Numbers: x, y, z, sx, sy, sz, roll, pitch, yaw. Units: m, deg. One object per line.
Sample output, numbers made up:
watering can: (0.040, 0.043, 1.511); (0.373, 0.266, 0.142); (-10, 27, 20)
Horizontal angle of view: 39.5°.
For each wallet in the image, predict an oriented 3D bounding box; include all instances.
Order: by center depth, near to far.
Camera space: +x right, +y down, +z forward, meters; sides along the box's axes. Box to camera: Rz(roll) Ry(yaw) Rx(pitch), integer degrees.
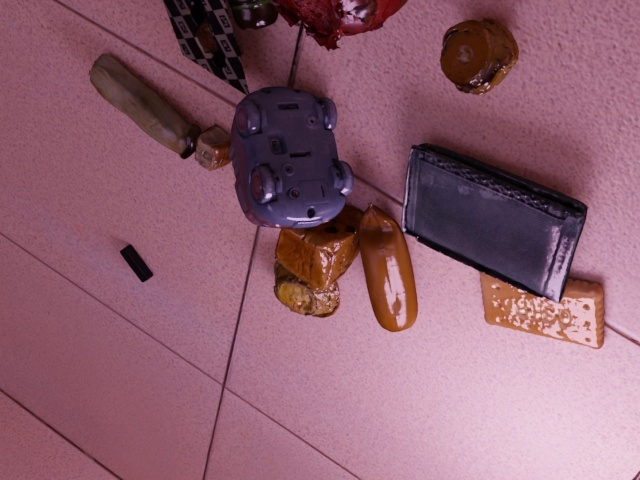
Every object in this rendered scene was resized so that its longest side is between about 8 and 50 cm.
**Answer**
wallet: (0.316, -0.037, 1.669); (0.342, 0.075, 0.237); (25, 138, 23)

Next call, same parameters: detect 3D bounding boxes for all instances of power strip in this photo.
power strip: (-0.508, 0.064, 2.466); (0.038, 0.029, 0.111); (-23, 105, 48)

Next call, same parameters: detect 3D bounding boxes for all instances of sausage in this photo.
sausage: (0.138, 0.046, 1.863); (0.112, 0.112, 0.328); (10, 129, 33)

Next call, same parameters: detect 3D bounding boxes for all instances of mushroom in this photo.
mushroom: (-0.399, -0.299, 2.031); (0.312, 0.081, 0.100); (39, 133, 8)

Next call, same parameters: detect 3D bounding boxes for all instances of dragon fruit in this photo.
dragon fruit: (0.029, -0.463, 1.378); (0.296, 0.301, 0.295); (25, 143, 20)

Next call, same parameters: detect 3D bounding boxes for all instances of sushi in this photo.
sushi: (-0.224, -0.449, 1.753); (0.264, 0.050, 0.290); (36, 155, 36)

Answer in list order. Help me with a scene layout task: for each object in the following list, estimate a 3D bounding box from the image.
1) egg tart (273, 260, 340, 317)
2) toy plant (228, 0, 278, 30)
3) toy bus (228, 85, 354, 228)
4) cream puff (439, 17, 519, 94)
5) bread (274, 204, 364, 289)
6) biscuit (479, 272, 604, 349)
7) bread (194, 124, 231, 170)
egg tart: (-0.040, 0.114, 2.095); (0.191, 0.074, 0.191); (20, 134, 22)
toy plant: (-0.133, -0.477, 1.651); (0.093, 0.093, 0.162); (7, 126, 35)
toy bus: (-0.082, -0.149, 1.773); (0.232, 0.197, 0.294); (-35, 66, 59)
cream puff: (0.264, -0.303, 1.464); (0.133, 0.104, 0.119); (-17, 80, 38)
bread: (0.000, 0.000, 1.915); (0.143, 0.149, 0.158); (31, 144, 18)
biscuit: (0.431, 0.129, 1.751); (0.250, 0.030, 0.160); (12, 131, 32)
bread: (-0.233, -0.203, 1.983); (0.077, 0.070, 0.083); (35, 141, 12)
